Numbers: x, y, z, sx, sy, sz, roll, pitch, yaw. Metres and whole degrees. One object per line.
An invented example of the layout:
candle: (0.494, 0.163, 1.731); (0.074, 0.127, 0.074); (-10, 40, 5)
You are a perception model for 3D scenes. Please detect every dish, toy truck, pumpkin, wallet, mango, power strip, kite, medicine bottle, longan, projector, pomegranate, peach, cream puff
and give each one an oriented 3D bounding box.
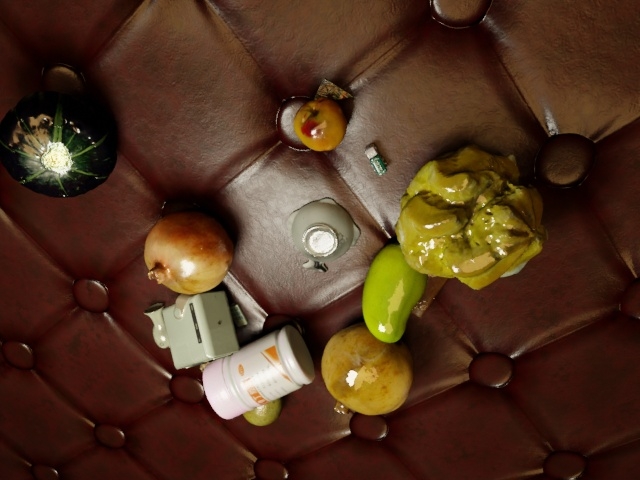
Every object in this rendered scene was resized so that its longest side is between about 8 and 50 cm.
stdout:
dish: (0.000, 0.000, 1.332); (0.224, 0.078, 0.246); (12, 116, 3)
toy truck: (0.152, -0.221, 1.225); (0.039, 0.044, 0.083); (-28, 107, 17)
pumpkin: (-0.734, -0.274, 1.263); (0.295, 0.296, 0.296); (4, 115, 8)
wallet: (0.317, 0.154, 1.377); (0.095, 0.026, 0.176); (28, 115, -1)
mango: (0.210, 0.145, 1.289); (0.175, 0.143, 0.293); (13, 84, 28)
power strip: (-0.282, 0.256, 1.527); (0.040, 0.016, 0.090); (-18, 110, 16)
kite: (0.022, -0.386, 1.193); (0.122, 0.004, 0.090); (-17, 110, 17)
medicine bottle: (-0.198, 0.431, 1.462); (0.315, 0.202, 0.202); (-27, 107, 8)
longan: (-0.215, 0.574, 1.589); (0.155, 0.145, 0.176); (-45, 105, -5)
projector: (-0.387, 0.275, 1.439); (0.177, 0.163, 0.243); (-22, 79, 27)
pomegranate: (-0.396, 0.044, 1.312); (0.252, 0.270, 0.229); (35, 123, 1)
peach: (0.002, -0.299, 1.171); (0.138, 0.138, 0.138); (4, 115, 8)
cream puff: (0.385, -0.052, 1.109); (0.377, 0.275, 0.379); (-1, 102, -5)
pomegranate: (0.148, 0.390, 1.383); (0.307, 0.307, 0.308); (4, 115, 8)

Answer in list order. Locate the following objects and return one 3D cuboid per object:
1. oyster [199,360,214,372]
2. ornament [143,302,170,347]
oyster: (-0.352, 0.471, 1.616); (0.177, 0.056, 0.106); (15, 122, 3)
ornament: (-0.559, 0.303, 1.567); (0.074, 0.081, 0.156); (-23, 112, -21)
